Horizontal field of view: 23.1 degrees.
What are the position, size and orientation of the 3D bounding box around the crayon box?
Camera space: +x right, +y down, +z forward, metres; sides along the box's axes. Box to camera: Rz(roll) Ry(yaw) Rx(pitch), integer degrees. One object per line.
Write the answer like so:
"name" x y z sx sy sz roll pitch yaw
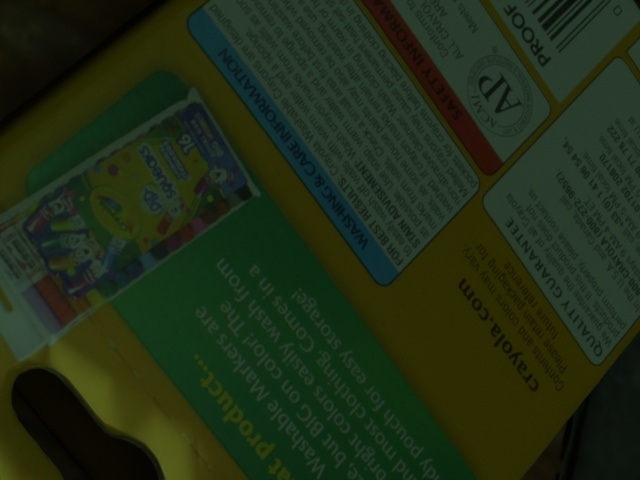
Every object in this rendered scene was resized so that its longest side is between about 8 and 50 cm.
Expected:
"crayon box" 0.000 0.000 0.552 0.323 0.083 0.203 -44 105 -33
